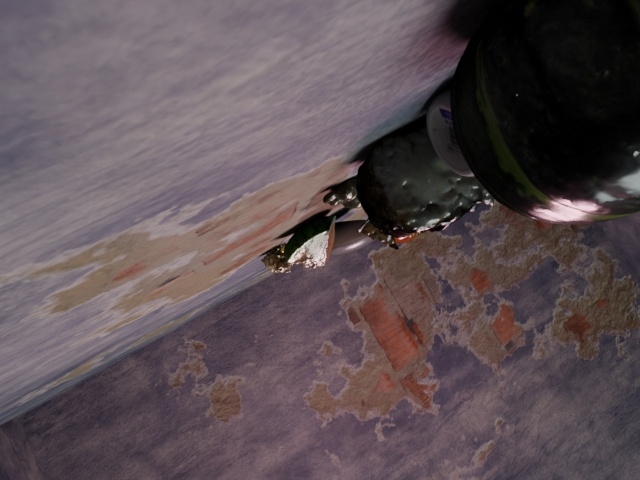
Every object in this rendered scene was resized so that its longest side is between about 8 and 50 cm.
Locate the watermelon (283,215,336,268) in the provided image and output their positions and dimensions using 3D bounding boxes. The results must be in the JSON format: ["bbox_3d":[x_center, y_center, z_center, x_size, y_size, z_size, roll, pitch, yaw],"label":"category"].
[{"bbox_3d":[-0.008,-0.020,1.325,0.146,0.128,0.231,-62,179,25],"label":"watermelon"}]

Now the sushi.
[{"bbox_3d":[0.211,-0.116,0.830,0.343,0.196,0.182,-30,170,-9],"label":"sushi"}]

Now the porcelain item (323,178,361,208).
[{"bbox_3d":[0.079,-0.106,1.016,0.081,0.069,0.216,-27,174,34],"label":"porcelain item"}]

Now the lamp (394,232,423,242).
[{"bbox_3d":[0.253,-0.097,1.443,0.223,0.196,0.223,-30,139,-30],"label":"lamp"}]

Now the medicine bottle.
[{"bbox_3d":[0.281,-0.197,0.691,0.215,0.135,0.135,-29,177,-10],"label":"medicine bottle"}]

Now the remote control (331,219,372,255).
[{"bbox_3d":[0.066,-0.009,1.596,0.221,0.103,0.332,-25,-172,-22],"label":"remote control"}]

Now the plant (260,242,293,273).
[{"bbox_3d":[-0.130,0.042,1.470,0.116,0.104,0.122,-95,-157,-55],"label":"plant"}]

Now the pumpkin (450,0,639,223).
[{"bbox_3d":[0.287,-0.157,0.438,0.323,0.241,0.323,-30,179,-1],"label":"pumpkin"}]
